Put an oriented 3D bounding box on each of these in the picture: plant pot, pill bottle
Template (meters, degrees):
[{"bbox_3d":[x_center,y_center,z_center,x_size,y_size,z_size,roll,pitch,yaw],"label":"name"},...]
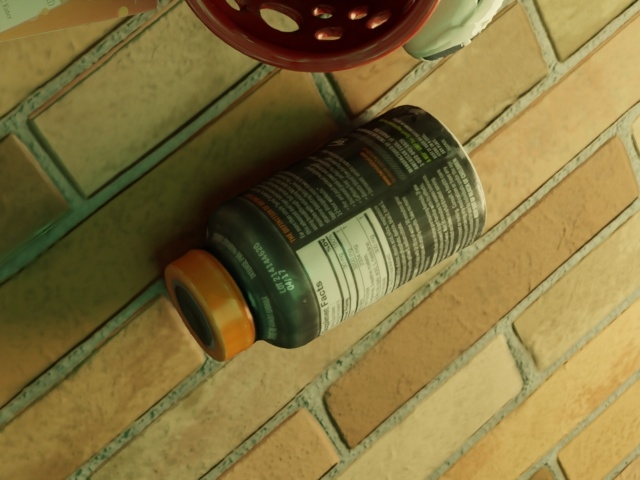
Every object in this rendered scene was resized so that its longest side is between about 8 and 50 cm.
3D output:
[{"bbox_3d":[0.007,-0.232,0.977,0.174,0.191,0.191,-66,154,-55],"label":"plant pot"},{"bbox_3d":[0.000,0.000,1.157,0.246,0.130,0.130,-30,127,-20],"label":"pill bottle"}]

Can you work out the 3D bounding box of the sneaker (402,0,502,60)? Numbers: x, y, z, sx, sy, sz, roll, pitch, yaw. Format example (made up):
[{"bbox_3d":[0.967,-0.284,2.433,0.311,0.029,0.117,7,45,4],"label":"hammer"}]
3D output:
[{"bbox_3d":[0.088,-0.266,1.107,0.153,0.094,0.235,25,97,-40],"label":"sneaker"}]

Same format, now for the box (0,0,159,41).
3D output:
[{"bbox_3d":[-0.201,-0.204,0.932,0.170,0.091,0.130,-17,122,-28],"label":"box"}]
